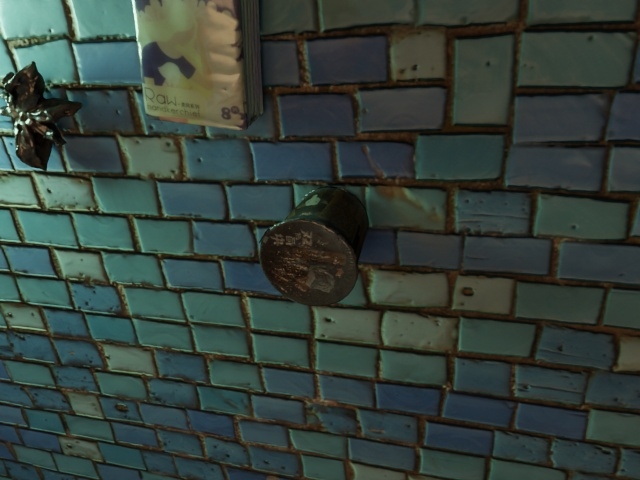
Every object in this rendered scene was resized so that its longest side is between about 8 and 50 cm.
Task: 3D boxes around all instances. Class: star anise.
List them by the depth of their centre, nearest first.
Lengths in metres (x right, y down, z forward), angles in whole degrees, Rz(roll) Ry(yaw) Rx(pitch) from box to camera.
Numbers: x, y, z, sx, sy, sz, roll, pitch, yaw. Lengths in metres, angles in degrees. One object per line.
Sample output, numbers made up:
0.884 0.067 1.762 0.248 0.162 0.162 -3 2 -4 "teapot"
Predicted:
-0.686 -0.303 1.434 0.198 0.110 0.258 45 129 -10 "star anise"

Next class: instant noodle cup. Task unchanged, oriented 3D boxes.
0.000 0.000 1.322 0.218 0.207 0.217 9 122 14 "instant noodle cup"

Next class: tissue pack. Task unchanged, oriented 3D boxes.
-0.246 -0.402 1.215 0.243 0.125 0.343 10 122 13 "tissue pack"
